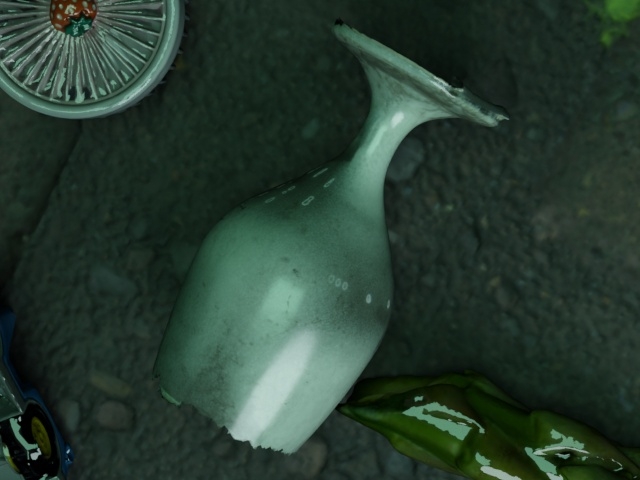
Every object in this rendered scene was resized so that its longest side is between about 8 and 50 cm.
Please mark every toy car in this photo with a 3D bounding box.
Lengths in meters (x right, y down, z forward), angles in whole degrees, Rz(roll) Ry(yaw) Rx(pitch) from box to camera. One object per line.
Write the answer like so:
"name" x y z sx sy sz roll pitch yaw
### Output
"toy car" -0.228 0.094 0.906 0.097 0.100 0.191 -21 112 6

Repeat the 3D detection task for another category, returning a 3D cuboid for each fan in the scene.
"fan" -0.191 -0.172 0.887 0.244 0.074 0.130 35 97 3

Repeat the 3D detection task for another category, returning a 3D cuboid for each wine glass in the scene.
"wine glass" 0.000 0.000 0.856 0.126 0.126 0.241 31 94 3

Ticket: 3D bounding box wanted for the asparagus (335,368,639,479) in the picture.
"asparagus" 0.150 0.142 0.877 0.287 0.080 0.080 29 97 2
